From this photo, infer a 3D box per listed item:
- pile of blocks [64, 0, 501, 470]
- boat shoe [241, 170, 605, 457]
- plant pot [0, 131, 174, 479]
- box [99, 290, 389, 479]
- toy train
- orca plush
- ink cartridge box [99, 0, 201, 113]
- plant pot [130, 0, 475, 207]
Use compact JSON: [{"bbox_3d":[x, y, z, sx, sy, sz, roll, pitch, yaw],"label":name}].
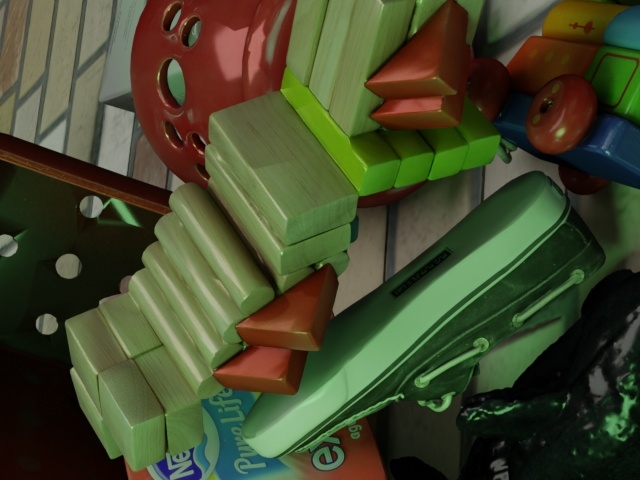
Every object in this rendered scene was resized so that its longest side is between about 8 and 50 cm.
[{"bbox_3d":[0.000,0.000,0.915,0.362,0.149,0.113,-55,52,25],"label":"pile of blocks"},{"bbox_3d":[0.057,0.057,0.949,0.219,0.070,0.078,-38,16,6],"label":"boat shoe"},{"bbox_3d":[-0.196,0.054,1.382,0.236,0.267,0.267,-117,48,-70],"label":"plant pot"},{"bbox_3d":[-0.030,0.162,1.035,0.300,0.142,0.154,-109,3,-49],"label":"box"},{"bbox_3d":[0.140,-0.108,0.972,0.143,0.105,0.248,-63,26,0],"label":"toy train"},{"bbox_3d":[0.108,0.085,0.911,0.287,0.102,0.151,-33,47,54],"label":"orca plush"},{"bbox_3d":[-0.076,-0.161,1.385,0.176,0.128,0.127,-4,72,62],"label":"ink cartridge box"},{"bbox_3d":[-0.008,-0.112,1.156,0.174,0.191,0.191,9,83,61],"label":"plant pot"}]
